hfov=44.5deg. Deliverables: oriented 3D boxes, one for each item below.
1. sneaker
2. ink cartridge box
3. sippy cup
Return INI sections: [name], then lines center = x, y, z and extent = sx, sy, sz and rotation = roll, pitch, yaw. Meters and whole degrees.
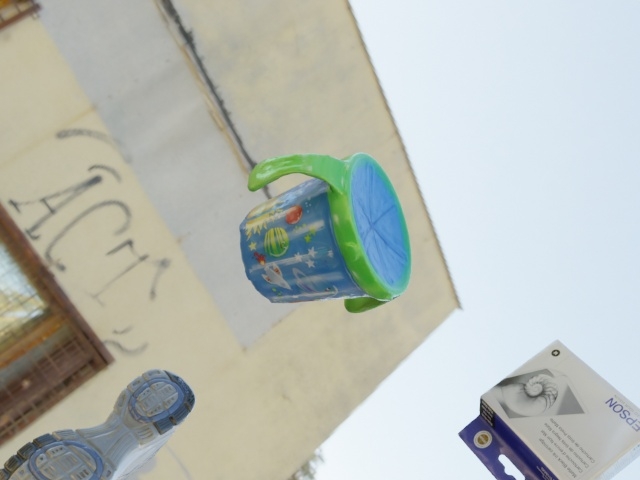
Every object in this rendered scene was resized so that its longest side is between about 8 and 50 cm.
[sneaker]
center = -0.288, 0.290, 1.014
extent = 0.111, 0.297, 0.129
rotation = 44, -44, 21
[ink cartridge box]
center = 0.346, 0.283, 1.176
extent = 0.223, 0.224, 0.045
rotation = 46, -9, 50
[sippy cup]
center = 0.000, 0.000, 1.259
extent = 0.224, 0.240, 0.305
rotation = -16, -81, 24
